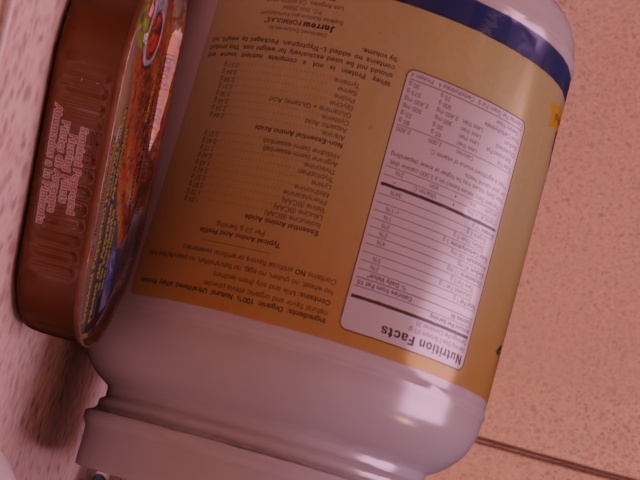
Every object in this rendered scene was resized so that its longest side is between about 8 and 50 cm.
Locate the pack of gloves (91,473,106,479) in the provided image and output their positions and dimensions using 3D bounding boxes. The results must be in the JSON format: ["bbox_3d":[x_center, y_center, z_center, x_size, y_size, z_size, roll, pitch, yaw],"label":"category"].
[{"bbox_3d":[-0.152,0.225,1.035,0.232,0.046,0.195,-64,175,1],"label":"pack of gloves"}]

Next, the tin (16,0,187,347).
[{"bbox_3d":[-0.101,-0.043,0.701,0.106,0.040,0.190,-74,178,-73],"label":"tin"}]

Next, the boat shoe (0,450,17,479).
[{"bbox_3d":[-0.143,0.216,0.562,0.156,0.136,0.367,-73,167,-59],"label":"boat shoe"}]

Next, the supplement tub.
[{"bbox_3d":[0.000,0.000,0.854,0.228,0.228,0.316,81,25,-80],"label":"supplement tub"}]
